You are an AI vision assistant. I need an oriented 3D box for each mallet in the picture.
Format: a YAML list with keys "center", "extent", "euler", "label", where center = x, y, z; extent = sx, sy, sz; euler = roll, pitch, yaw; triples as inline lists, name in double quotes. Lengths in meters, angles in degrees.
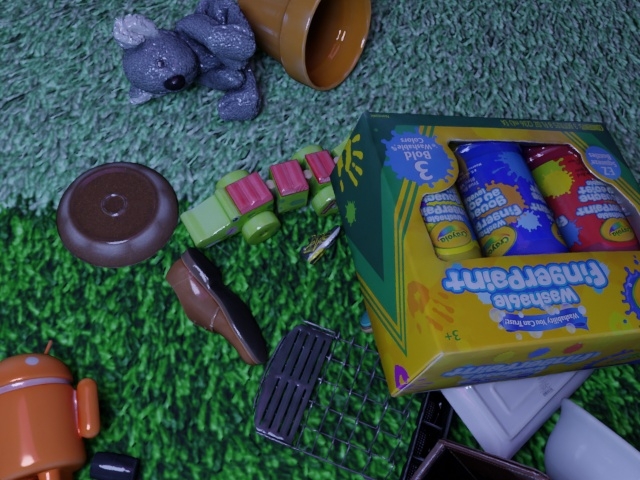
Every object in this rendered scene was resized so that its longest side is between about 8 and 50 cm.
- center: [-0.284, 0.382, 0.855]
  extent: [0.062, 0.039, 0.189]
  euler: [3, 70, -6]
  label: "mallet"

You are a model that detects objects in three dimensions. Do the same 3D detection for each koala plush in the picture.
- center: [-0.237, -0.314, 1.105]
  extent: [0.221, 0.196, 0.203]
  euler: [-16, 56, -12]
  label: "koala plush"

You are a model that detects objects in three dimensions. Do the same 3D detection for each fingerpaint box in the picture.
- center: [0.279, 0.004, 0.937]
  extent: [0.445, 0.163, 0.371]
  euler: [-1, 59, -21]
  label: "fingerpaint box"

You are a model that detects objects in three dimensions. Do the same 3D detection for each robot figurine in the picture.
- center: [-0.388, 0.247, 0.853]
  extent: [0.158, 0.128, 0.219]
  euler: [-32, 65, 28]
  label: "robot figurine"

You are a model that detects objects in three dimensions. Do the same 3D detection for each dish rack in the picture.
- center: [0.047, 0.229, 0.923]
  extent: [0.272, 0.074, 0.208]
  euler: [20, 59, 6]
  label: "dish rack"

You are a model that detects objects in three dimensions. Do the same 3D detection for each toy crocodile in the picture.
- center: [-0.062, -0.086, 1.049]
  extent: [0.341, 0.105, 0.115]
  euler: [-23, 69, -14]
  label: "toy crocodile"

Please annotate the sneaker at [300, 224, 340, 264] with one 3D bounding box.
- center: [0.000, 0.000, 1.055]
  extent: [0.035, 0.031, 0.083]
  euler: [38, 68, 13]
  label: "sneaker"

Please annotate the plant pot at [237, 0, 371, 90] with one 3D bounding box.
- center: [-0.042, -0.399, 1.160]
  extent: [0.188, 0.205, 0.205]
  euler: [28, 65, 25]
  label: "plant pot"

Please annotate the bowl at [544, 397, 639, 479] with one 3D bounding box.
- center: [0.394, 0.350, 0.818]
  extent: [0.298, 0.298, 0.134]
  euler: [41, 91, 13]
  label: "bowl"

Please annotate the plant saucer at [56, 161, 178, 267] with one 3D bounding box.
- center: [-0.335, -0.052, 1.048]
  extent: [0.199, 0.036, 0.198]
  euler: [2, 65, -4]
  label: "plant saucer"

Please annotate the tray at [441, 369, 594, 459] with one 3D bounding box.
- center: [0.304, 0.196, 0.947]
  extent: [0.270, 0.030, 0.145]
  euler: [-30, 80, -33]
  label: "tray"

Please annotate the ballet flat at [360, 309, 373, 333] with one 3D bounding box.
- center: [0.159, 0.080, 1.012]
  extent: [0.232, 0.080, 0.073]
  euler: [-45, 110, -20]
  label: "ballet flat"

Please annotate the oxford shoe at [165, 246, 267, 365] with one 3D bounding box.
- center: [-0.159, 0.114, 0.980]
  extent: [0.076, 0.076, 0.212]
  euler: [-42, 75, 10]
  label: "oxford shoe"

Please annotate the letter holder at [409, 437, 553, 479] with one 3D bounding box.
- center: [0.246, 0.401, 0.734]
  extent: [0.302, 0.214, 0.152]
  euler: [48, 68, -11]
  label: "letter holder"
